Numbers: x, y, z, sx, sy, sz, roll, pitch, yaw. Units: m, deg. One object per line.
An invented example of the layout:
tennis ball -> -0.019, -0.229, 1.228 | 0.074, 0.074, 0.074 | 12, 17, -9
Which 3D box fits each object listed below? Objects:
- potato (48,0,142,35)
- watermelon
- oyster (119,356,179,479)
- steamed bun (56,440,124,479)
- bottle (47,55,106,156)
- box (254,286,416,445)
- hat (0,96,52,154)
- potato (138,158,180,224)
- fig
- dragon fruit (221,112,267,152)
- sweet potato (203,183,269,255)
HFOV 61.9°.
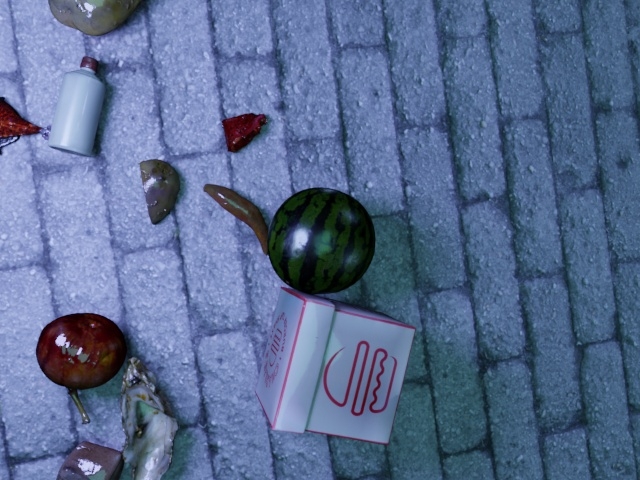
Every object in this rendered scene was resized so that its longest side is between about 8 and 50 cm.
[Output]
potato -> -0.540, -0.642, 1.344 | 0.192, 0.141, 0.296 | 38, 83, 7
watermelon -> 0.000, 0.000, 1.386 | 0.285, 0.285, 0.285 | 0, 90, -12
oyster -> -0.449, 0.461, 1.379 | 0.166, 0.110, 0.341 | -18, 96, -2
steamed bun -> -0.587, 0.601, 1.342 | 0.145, 0.106, 0.175 | 19, 98, -3
bottle -> -0.606, -0.341, 1.346 | 0.104, 0.104, 0.245 | 12, 87, -12
box -> 0.025, 0.309, 1.373 | 0.300, 0.314, 0.312 | 14, 87, -14
hat -> -0.777, -0.298, 1.325 | 0.228, 0.129, 0.140 | 8, 65, -29
potato -> -0.415, -0.132, 1.393 | 0.101, 0.089, 0.171 | -9, 90, -14
fig -> -0.603, 0.300, 1.328 | 0.204, 0.186, 0.249 | 19, 119, -24
dragon fruit -> -0.201, -0.301, 1.451 | 0.131, 0.063, 0.097 | -19, 94, -11
sweet potato -> -0.209, -0.073, 1.455 | 0.078, 0.058, 0.255 | -43, 101, 8
